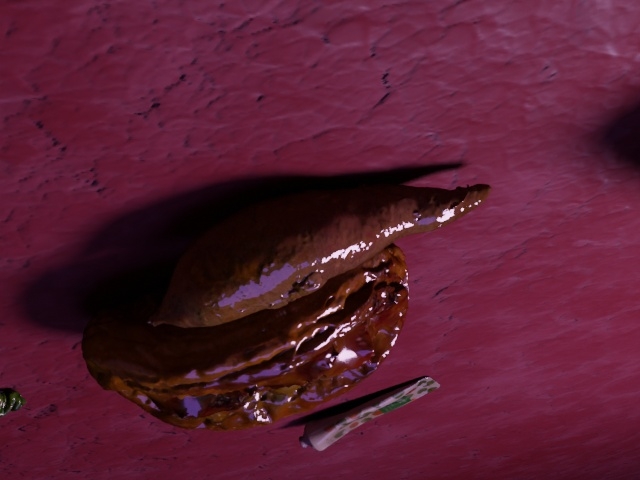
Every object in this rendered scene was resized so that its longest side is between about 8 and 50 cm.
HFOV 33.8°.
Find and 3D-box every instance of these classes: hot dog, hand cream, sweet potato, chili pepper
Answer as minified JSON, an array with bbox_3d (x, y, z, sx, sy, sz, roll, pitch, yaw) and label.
[{"bbox_3d":[-0.044,0.065,0.713,0.227,0.099,0.160,-21,159,9],"label":"hot dog"},{"bbox_3d":[0.051,0.187,1.147,0.165,0.037,0.057,-26,156,11],"label":"hand cream"},{"bbox_3d":[-0.003,-0.003,0.623,0.226,0.068,0.068,-21,158,-5],"label":"sweet potato"},{"bbox_3d":[-0.267,0.125,0.820,0.083,0.022,0.027,4,118,-35],"label":"chili pepper"}]
